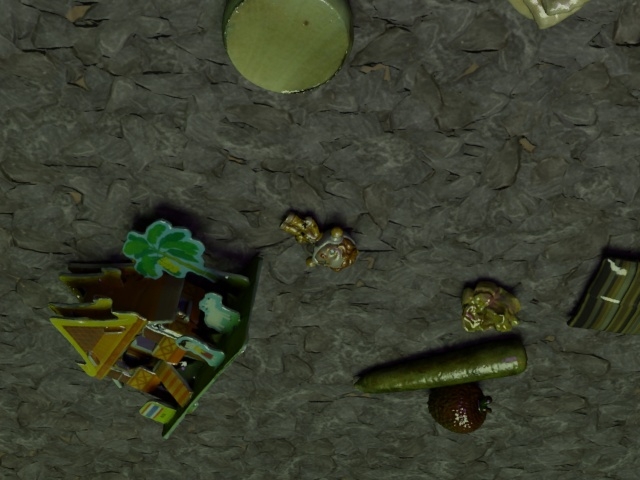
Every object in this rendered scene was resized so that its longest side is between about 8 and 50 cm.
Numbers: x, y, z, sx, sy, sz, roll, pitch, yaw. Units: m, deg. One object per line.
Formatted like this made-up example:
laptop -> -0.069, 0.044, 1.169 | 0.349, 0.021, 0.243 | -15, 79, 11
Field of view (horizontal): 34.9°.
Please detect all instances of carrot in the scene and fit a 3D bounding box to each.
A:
carrot -> 0.235, 0.258, 2.032 | 0.358, 0.074, 0.074 | -13, 135, 17

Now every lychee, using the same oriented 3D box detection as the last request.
lychee -> 0.286, 0.337, 2.083 | 0.146, 0.114, 0.114 | -5, 140, 35

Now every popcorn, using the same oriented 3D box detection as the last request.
popcorn -> 0.314, 0.129, 1.884 | 0.109, 0.089, 0.097 | 8, 147, -12

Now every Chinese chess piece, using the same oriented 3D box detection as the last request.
Chinese chess piece -> -0.045, -0.299, 1.440 | 0.188, 0.083, 0.188 | 2, 134, 2

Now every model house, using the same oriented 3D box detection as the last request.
model house -> -0.308, 0.133, 1.792 | 0.313, 0.242, 0.358 | 25, 133, -20

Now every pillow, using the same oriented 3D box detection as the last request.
pillow -> 0.588, 0.107, 1.874 | 0.212, 0.052, 0.208 | 7, 140, -5

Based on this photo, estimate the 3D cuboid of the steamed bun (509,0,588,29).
steamed bun -> 0.350, -0.430, 1.224 | 0.247, 0.189, 0.428 | 35, 128, -21

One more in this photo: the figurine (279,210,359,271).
figurine -> -0.004, 0.002, 1.771 | 0.143, 0.068, 0.101 | 13, 133, 5
